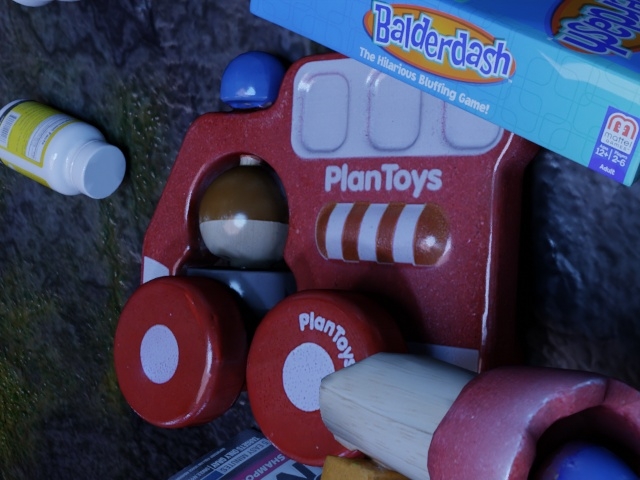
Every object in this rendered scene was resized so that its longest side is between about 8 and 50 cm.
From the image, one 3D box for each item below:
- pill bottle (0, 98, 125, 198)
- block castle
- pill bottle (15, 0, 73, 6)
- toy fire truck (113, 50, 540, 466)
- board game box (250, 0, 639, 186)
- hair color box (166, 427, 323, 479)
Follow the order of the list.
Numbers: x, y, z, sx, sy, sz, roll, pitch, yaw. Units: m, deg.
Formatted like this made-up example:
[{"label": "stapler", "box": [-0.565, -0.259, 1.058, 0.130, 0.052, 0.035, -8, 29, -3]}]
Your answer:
[{"label": "pill bottle", "box": [-0.224, -0.077, 0.859, 0.116, 0.065, 0.065, 25, 125, 31]}, {"label": "block castle", "box": [0.129, 0.285, 0.452, 0.213, 0.303, 0.453, 11, 90, 60]}, {"label": "pill bottle", "box": [-0.171, -0.228, 0.716, 0.169, 0.094, 0.094, -14, 101, 44]}, {"label": "toy fire truck", "box": [0.000, 0.000, 0.656, 0.302, 0.169, 0.253, 4, 89, 40]}, {"label": "board game box", "box": [0.096, -0.112, 0.493, 0.210, 0.160, 0.047, 30, 127, 27]}, {"label": "hair color box", "box": [0.021, 0.272, 0.738, 0.347, 0.174, 0.105, 17, 119, 35]}]
